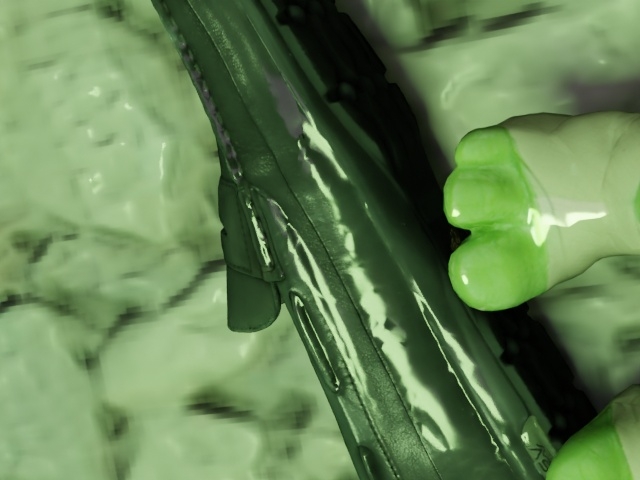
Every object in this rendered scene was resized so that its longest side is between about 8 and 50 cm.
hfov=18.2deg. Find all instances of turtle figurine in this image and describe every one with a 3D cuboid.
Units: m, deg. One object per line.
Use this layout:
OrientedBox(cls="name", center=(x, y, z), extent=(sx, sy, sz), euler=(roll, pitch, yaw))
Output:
OrientedBox(cls="turtle figurine", center=(0.145, 0.037, 0.441), extent=(0.266, 0.198, 0.274), euler=(-7, 55, 44))

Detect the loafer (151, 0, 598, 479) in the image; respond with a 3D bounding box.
OrientedBox(cls="loafer", center=(0.000, 0.000, 0.590), extent=(0.078, 0.076, 0.223), euler=(-31, 90, 20))
